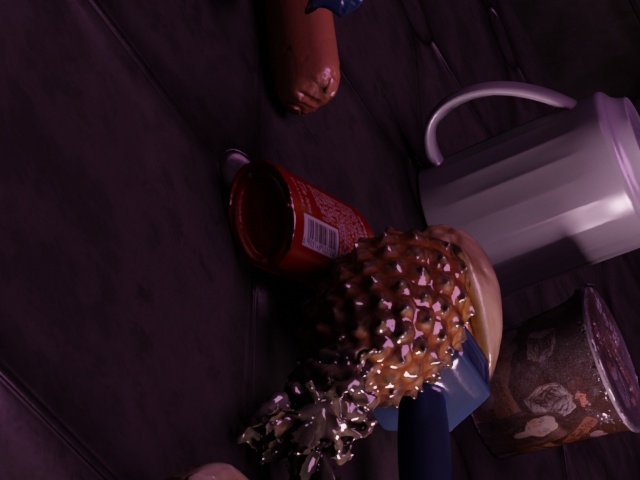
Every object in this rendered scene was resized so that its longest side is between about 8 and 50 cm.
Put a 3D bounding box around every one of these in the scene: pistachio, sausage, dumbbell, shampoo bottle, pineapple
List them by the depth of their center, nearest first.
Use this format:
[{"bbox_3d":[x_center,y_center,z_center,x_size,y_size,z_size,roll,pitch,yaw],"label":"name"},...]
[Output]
[{"bbox_3d":[0.028,0.119,1.595,0.361,0.175,0.175,-40,109,-49],"label":"pineapple"},{"bbox_3d":[0.113,0.233,1.729,0.144,0.160,0.325,23,39,-20],"label":"dumbbell"},{"bbox_3d":[-0.001,0.000,1.765,0.314,0.076,0.118,25,46,-64],"label":"shampoo bottle"},{"bbox_3d":[-0.027,-0.277,1.974,0.086,0.086,0.289,47,29,-47],"label":"sausage"},{"bbox_3d":[0.167,0.083,2.061,0.144,0.144,0.215,15,66,-67],"label":"pistachio"}]

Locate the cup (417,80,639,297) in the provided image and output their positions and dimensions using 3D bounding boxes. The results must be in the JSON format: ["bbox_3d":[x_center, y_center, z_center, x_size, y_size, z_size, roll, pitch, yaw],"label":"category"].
[{"bbox_3d":[0.321,-0.101,2.371,0.323,0.327,0.237,63,19,-11],"label":"cup"}]

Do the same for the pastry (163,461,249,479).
[{"bbox_3d":[-0.089,0.252,1.242,0.166,0.088,0.166,49,30,-41],"label":"pastry"}]

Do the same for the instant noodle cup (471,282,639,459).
[{"bbox_3d":[0.321,0.196,2.239,0.217,0.207,0.217,52,25,-37],"label":"instant noodle cup"}]

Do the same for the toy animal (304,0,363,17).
[{"bbox_3d":[-0.065,-0.353,1.830,0.239,0.176,0.255,122,-49,-69],"label":"toy animal"}]
